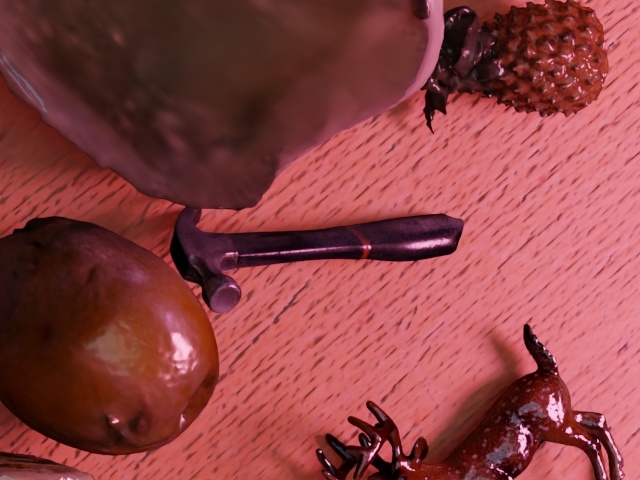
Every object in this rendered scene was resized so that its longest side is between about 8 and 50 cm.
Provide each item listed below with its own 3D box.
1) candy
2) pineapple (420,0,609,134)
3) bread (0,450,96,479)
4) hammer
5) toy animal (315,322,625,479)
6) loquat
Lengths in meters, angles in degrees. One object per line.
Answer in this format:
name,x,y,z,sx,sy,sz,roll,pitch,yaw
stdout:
candy,-0.119,-0.225,1.505,0.427,0.386,0.186,35,40,-12
pineapple,0.121,-0.163,1.677,0.277,0.130,0.119,-6,79,-16
bread,-0.268,0.343,1.518,0.155,0.187,0.338,2,89,-25
hammer,0.000,0.000,1.658,0.290,0.137,0.037,-5,129,-31
toy animal,0.145,0.201,1.717,0.260,0.087,0.243,45,64,-11
loquat,-0.196,0.081,1.548,0.227,0.179,0.179,34,79,4
